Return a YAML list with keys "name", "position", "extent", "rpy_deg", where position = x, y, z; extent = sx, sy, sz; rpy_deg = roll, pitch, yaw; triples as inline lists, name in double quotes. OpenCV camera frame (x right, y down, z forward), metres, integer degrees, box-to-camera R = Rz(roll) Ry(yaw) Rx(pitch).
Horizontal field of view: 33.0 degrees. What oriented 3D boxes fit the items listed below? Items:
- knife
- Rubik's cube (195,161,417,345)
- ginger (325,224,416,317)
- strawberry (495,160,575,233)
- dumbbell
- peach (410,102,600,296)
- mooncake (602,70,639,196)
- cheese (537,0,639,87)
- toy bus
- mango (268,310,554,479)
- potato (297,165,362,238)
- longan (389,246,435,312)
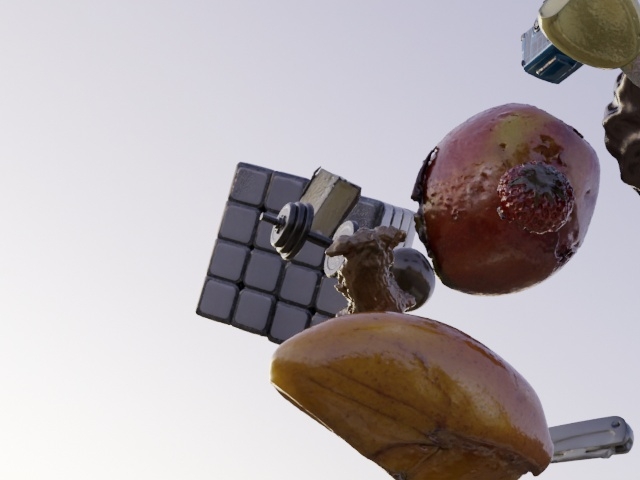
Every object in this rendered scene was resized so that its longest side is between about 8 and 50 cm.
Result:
- name: "knife"
  position: [0.371, 0.334, 1.736]
  extent: [0.266, 0.073, 0.040]
  rpy_deg: [-15, -54, 28]
- name: "Rubik's cube"
  position: [-0.019, 0.051, 2.288]
  extent: [0.337, 0.343, 0.344]
  rpy_deg: [15, 1, 19]
- name: "ginger"
  position: [0.068, 0.105, 1.492]
  extent: [0.122, 0.084, 0.290]
  rpy_deg: [-12, -55, -14]
- name: "strawberry"
  position: [0.382, -0.081, 1.897]
  extent: [0.145, 0.145, 0.086]
  rpy_deg: [14, -47, 6]
- name: "dumbbell"
  position: [0.000, 0.000, 1.702]
  extent: [0.209, 0.099, 0.099]
  rpy_deg: [22, -24, -18]
- name: "peach"
  position: [0.374, -0.078, 2.221]
  extent: [0.339, 0.416, 0.353]
  rpy_deg: [40, 2, -34]
- name: "mooncake"
  position: [0.593, -0.190, 1.764]
  extent: [0.141, 0.283, 0.283]
  rpy_deg: [-22, 1, -36]
- name: "cheese"
  position: [0.422, -0.272, 1.509]
  extent: [0.255, 0.050, 0.127]
  rpy_deg: [37, -67, -25]
- name: "toy bus"
  position: [0.424, -0.348, 1.847]
  extent: [0.090, 0.106, 0.185]
  rpy_deg: [16, -26, -19]
- name: "mango"
  position: [0.099, 0.191, 1.273]
  extent: [0.350, 0.199, 0.201]
  rpy_deg: [26, -33, -16]
- name: "potato"
  position: [0.006, -0.064, 1.911]
  extent: [0.086, 0.122, 0.061]
  rpy_deg: [24, 13, -46]
- name: "longan"
  position: [0.117, 0.057, 1.618]
  extent: [0.119, 0.106, 0.106]
  rpy_deg: [25, -24, -31]
